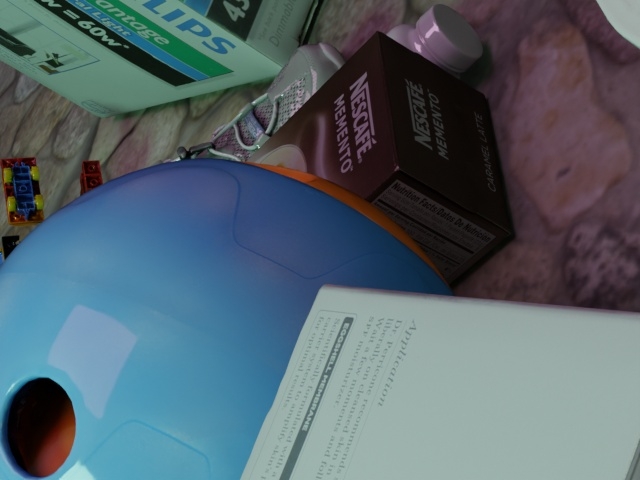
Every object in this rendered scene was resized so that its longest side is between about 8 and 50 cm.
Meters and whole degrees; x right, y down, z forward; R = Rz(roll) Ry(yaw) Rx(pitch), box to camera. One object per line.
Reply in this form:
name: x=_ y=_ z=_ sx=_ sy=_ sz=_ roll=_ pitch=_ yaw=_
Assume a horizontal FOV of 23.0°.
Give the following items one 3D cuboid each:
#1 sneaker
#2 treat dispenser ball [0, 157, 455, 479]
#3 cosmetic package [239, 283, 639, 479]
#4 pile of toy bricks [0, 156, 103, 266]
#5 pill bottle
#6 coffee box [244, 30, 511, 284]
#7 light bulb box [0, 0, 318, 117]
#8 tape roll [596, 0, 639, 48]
sneaker: x=-0.078 y=-0.034 z=1.179 sx=0.281 sy=0.115 sz=0.105 roll=-55 pitch=29 yaw=11
treat dispenser ball: x=-0.053 y=0.099 z=0.842 sx=0.288 sy=0.288 sz=0.288 roll=-39 pitch=36 yaw=35
cosmetic package: x=0.118 y=0.124 z=0.611 sx=0.225 sy=0.224 sz=0.138 roll=5 pitch=69 yaw=59
pile of toy bricks: x=-0.235 y=0.033 z=1.413 sx=0.105 sy=0.118 sz=0.212 roll=111 pitch=151 yaw=-56
pill bottle: x=0.055 y=-0.108 z=1.083 sx=0.116 sy=0.065 sz=0.065 roll=-43 pitch=34 yaw=31
coffee box: x=0.000 y=0.000 z=1.041 sx=0.246 sy=0.098 sz=0.141 roll=-43 pitch=34 yaw=30
light bulb box: x=-0.143 y=-0.331 z=1.432 sx=0.361 sy=0.225 sz=0.357 roll=-3 pitch=62 yaw=56
tape roll: x=0.269 y=-0.194 z=0.781 sx=0.286 sy=0.100 sz=0.286 roll=-39 pitch=35 yaw=36
